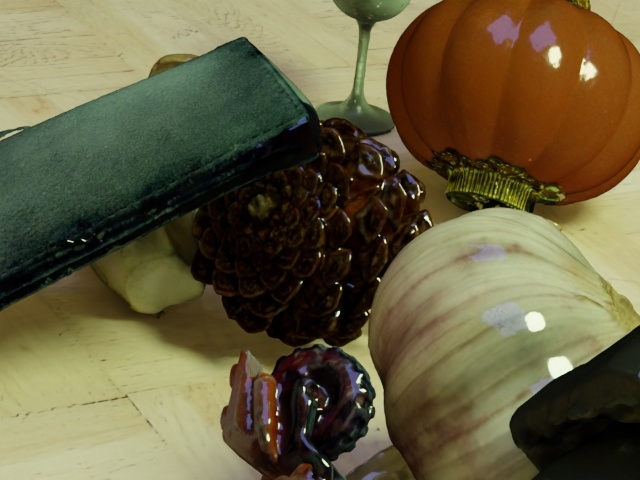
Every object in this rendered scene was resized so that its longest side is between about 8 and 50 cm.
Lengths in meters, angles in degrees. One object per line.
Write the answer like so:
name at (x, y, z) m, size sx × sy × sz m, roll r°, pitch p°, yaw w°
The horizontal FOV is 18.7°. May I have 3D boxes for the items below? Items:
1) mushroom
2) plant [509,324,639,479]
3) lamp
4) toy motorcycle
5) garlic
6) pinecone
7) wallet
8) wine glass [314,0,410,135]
mushroom at (-0.120, -0.053, 1.498) m, size 0.123 × 0.095 × 0.351 m, roll 24°, pitch 27°, yaw -6°
plant at (0.184, 0.111, 0.935) m, size 0.164 × 0.142 × 0.256 m, roll 43°, pitch 67°, yaw -6°
lamp at (0.163, -0.117, 1.583) m, size 0.223 × 0.196 × 0.223 m, roll 17°, pitch -12°, yaw 4°
toy motorcycle at (-0.041, 0.153, 1.027) m, size 0.118 × 0.084 × 0.212 m, roll 2°, pitch 65°, yaw 23°
garlic at (0.089, 0.123, 1.111) m, size 0.253 × 0.245 × 0.245 m, roll -35°, pitch 30°, yaw 5°
pinecone at (0.008, -0.001, 1.357) m, size 0.163 × 0.163 × 0.165 m, roll 29°, pitch 8°, yaw 38°
wallet at (-0.190, -0.023, 1.283) m, size 0.379 × 0.046 × 0.190 m, roll -26°, pitch 32°, yaw -6°
wine glass at (0.042, -0.196, 1.713) m, size 0.079 × 0.195 × 0.079 m, roll 6°, pitch 26°, yaw -3°
